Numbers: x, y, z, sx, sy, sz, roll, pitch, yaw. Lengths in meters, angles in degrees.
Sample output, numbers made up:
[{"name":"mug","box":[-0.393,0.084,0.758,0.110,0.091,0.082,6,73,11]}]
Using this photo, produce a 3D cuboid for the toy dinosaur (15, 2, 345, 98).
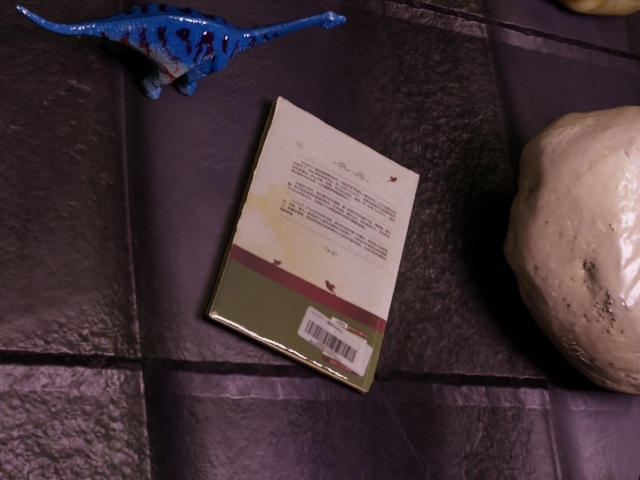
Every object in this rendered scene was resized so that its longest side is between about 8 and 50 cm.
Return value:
[{"name":"toy dinosaur","box":[-0.148,-0.200,1.144,0.329,0.144,0.076,-1,72,-18]}]

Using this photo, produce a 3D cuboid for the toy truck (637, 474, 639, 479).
[{"name":"toy truck","box":[0.363,0.359,1.184,0.113,0.126,0.208,30,60,-17]}]

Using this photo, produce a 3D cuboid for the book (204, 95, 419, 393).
[{"name":"book","box":[0.000,0.000,1.192,0.201,0.026,0.289,28,56,-18]}]

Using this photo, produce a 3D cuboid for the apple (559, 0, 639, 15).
[{"name":"apple","box":[0.406,-0.437,1.505,0.262,0.262,0.262,13,62,-26]}]

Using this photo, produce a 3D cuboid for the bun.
[{"name":"bun","box":[0.358,0.019,1.281,0.362,0.235,0.326,29,61,-35]}]
